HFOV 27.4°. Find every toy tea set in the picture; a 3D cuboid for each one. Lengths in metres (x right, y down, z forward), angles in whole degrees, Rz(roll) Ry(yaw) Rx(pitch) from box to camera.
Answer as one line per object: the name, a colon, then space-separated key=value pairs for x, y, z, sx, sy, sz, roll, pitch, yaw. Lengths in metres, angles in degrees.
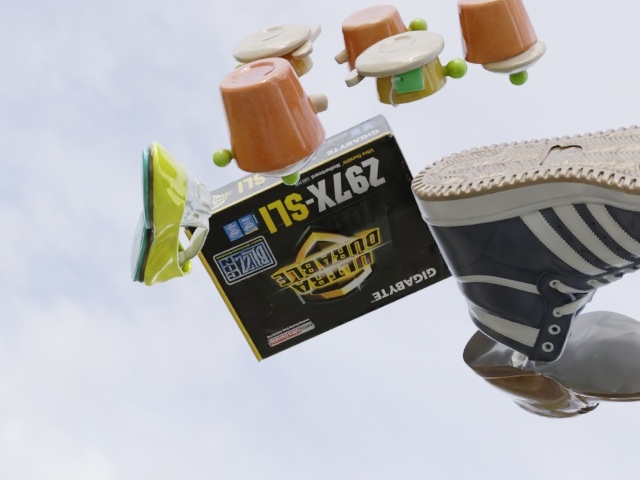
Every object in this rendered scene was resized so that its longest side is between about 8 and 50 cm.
toy tea set: x=0.053 y=-0.147 z=1.291 sx=0.336 sy=0.200 sz=0.124 roll=-7 pitch=-62 yaw=24

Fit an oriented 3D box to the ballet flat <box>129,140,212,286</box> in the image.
ballet flat: x=-0.149 y=-0.026 z=1.332 sx=0.077 sy=0.077 sz=0.231 roll=0 pitch=-32 yaw=-11

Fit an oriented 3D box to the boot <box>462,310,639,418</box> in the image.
boot: x=0.315 y=0.159 z=1.569 sx=0.305 sy=0.112 sz=0.115 roll=0 pitch=-44 yaw=53

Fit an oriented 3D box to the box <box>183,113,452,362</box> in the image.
box: x=0.000 y=0.000 z=1.876 sx=0.322 sy=0.079 sz=0.257 roll=-24 pitch=-63 yaw=5

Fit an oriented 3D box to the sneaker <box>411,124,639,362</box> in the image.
sneaker: x=0.211 y=0.005 z=0.947 sx=0.282 sy=0.099 sz=0.153 roll=-2 pitch=-61 yaw=36
